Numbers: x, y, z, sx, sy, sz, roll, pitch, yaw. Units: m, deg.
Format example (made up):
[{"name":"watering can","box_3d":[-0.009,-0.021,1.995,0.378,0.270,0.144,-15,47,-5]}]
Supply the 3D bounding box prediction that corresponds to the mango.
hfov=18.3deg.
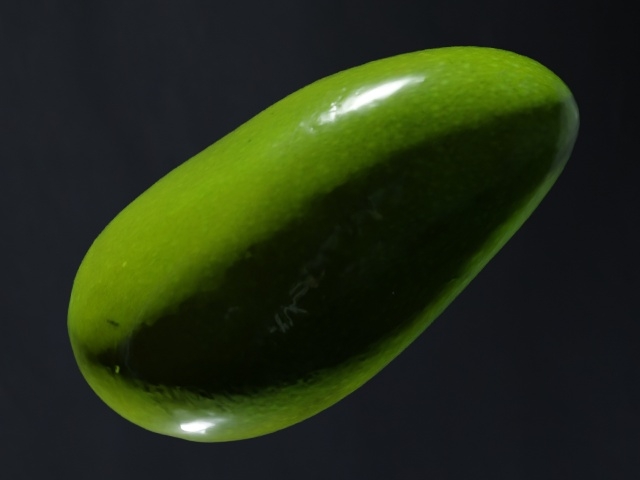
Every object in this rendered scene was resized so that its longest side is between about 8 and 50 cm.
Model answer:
[{"name":"mango","box_3d":[0.000,0.000,1.133,0.343,0.156,0.192,-33,31,26]}]
